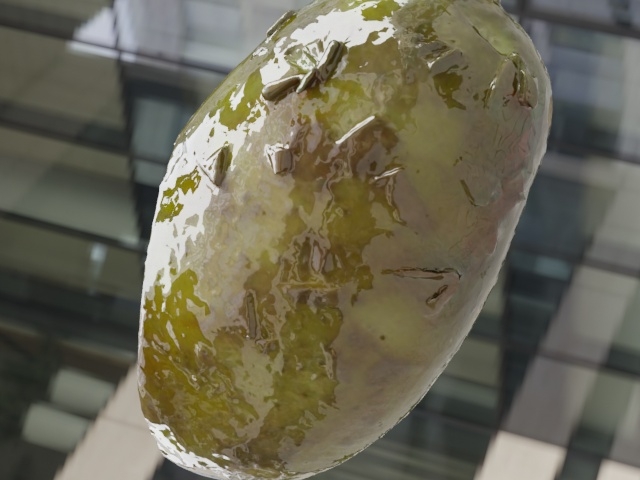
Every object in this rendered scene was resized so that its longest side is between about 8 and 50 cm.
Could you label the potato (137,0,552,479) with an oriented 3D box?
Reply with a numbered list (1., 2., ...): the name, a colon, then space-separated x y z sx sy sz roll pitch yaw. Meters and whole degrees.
1. potato: 0.000 0.000 0.898 0.141 0.176 0.298 7 -60 -54
